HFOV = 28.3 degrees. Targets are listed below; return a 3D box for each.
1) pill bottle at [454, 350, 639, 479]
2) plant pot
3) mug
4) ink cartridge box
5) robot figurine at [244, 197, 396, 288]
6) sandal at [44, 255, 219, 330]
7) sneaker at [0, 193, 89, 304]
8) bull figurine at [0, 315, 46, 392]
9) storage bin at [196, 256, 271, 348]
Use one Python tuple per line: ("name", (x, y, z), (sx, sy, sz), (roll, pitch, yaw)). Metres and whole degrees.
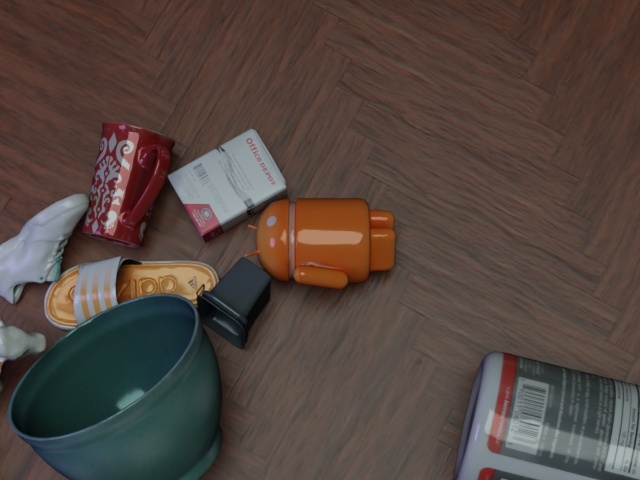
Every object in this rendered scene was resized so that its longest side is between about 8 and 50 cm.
("pill bottle", (0.381, 0.293, 1.749), (0.363, 0.210, 0.210), (14, 79, 4))
("plant pot", (-0.253, 0.240, 1.760), (0.293, 0.293, 0.196), (-31, 117, -4))
("mug", (-0.291, -0.082, 1.884), (0.113, 0.150, 0.169), (15, 84, -8))
("ink cartridge box", (-0.138, -0.083, 1.917), (0.150, 0.063, 0.109), (-29, 79, -5))
("robot figurine", (0.000, 0.001, 1.861), (0.219, 0.128, 0.158), (0, 76, 1))
("sandal", (-0.286, 0.067, 1.885), (0.265, 0.076, 0.102), (-9, 78, 1))
("sneaker", (-0.408, 0.014, 1.887), (0.212, 0.080, 0.094), (-37, 86, 21))
("bull figurine", (-0.529, 0.204, 1.808), (0.310, 0.188, 0.101), (-31, 80, -4))
("storage bin", (-0.124, 0.084, 1.855), (0.098, 0.135, 0.091), (34, 71, 9))
